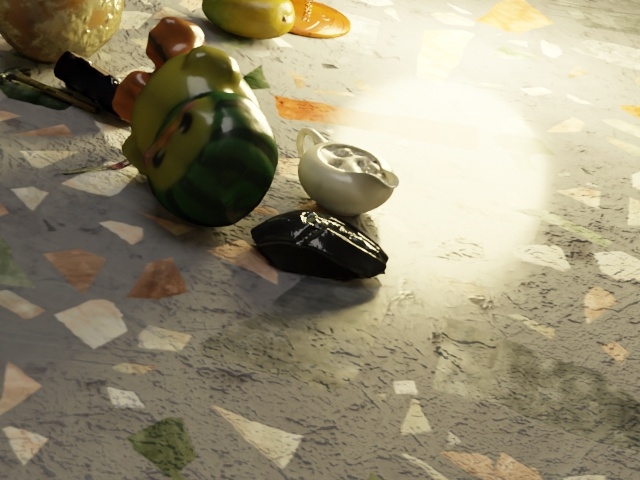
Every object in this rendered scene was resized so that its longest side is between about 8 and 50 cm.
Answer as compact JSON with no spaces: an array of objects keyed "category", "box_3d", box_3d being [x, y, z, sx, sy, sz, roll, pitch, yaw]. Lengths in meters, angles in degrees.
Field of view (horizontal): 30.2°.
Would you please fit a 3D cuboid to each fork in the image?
[{"category":"fork","box_3d":[-0.321,-0.106,1.720,0.115,0.012,0.016,-14,35,-31]}]

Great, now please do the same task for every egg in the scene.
[{"category":"egg","box_3d":[-0.440,-0.396,1.989,0.203,0.203,0.245,26,38,22]}]

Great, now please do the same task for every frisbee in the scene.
[{"category":"frisbee","box_3d":[-0.029,-0.466,2.430,0.192,0.035,0.192,9,30,-5]}]

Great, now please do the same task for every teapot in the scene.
[{"category":"teapot","box_3d":[0.031,-0.096,1.754,0.145,0.092,0.226,-11,36,-40]}]

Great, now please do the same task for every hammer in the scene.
[{"category":"hammer","box_3d":[-0.432,-0.241,1.904,0.182,0.017,0.062,23,31,15]}]

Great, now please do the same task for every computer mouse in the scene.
[{"category":"computer mouse","box_3d":[0.000,0.000,1.604,0.192,0.062,0.106,12,30,3]}]

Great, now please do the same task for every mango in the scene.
[{"category":"mango","box_3d":[-0.144,-0.443,2.288,0.194,0.092,0.130,23,32,27]}]

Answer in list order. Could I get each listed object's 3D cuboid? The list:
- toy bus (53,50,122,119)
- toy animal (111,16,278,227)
[{"category":"toy bus","box_3d":[-0.349,-0.244,1.890,0.172,0.057,0.072,33,8,32]},{"category":"toy animal","box_3d":[-0.164,-0.153,1.680,0.191,0.216,0.338,25,21,-37]}]
